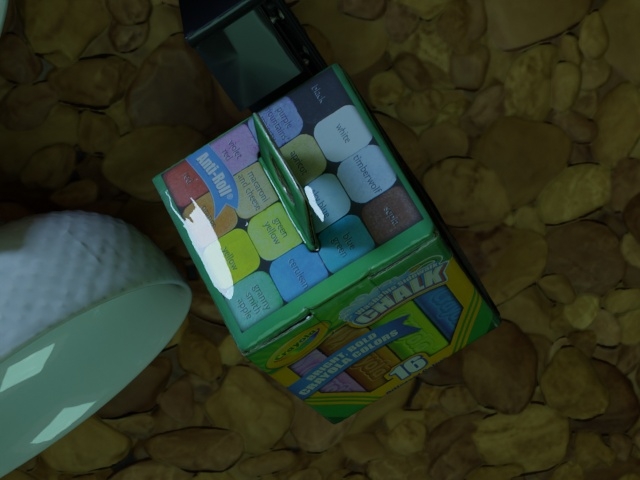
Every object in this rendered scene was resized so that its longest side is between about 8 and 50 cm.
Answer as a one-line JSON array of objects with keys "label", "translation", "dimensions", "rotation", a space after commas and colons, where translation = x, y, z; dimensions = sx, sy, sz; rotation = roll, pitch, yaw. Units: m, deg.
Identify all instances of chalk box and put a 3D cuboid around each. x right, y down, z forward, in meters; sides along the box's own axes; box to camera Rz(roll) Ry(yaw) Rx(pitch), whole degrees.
[{"label": "chalk box", "translation": [0.000, 0.000, 1.174], "dimensions": [0.179, 0.180, 0.289], "rotation": [-32, 151, 6]}]

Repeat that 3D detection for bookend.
[{"label": "bookend", "translation": [-0.041, -0.142, 1.193], "dimensions": [0.072, 0.157, 0.156], "rotation": [-33, 113, 7]}]

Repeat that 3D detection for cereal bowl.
[{"label": "cereal bowl", "translation": [-0.278, 0.087, 1.195], "dimensions": [0.339, 0.339, 0.141], "rotation": [-41, 78, 10]}]

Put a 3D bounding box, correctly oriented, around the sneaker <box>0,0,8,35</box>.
[{"label": "sneaker", "translation": [-0.353, -0.147, 1.176], "dimensions": [0.151, 0.094, 0.256], "rotation": [25, 110, -24]}]
